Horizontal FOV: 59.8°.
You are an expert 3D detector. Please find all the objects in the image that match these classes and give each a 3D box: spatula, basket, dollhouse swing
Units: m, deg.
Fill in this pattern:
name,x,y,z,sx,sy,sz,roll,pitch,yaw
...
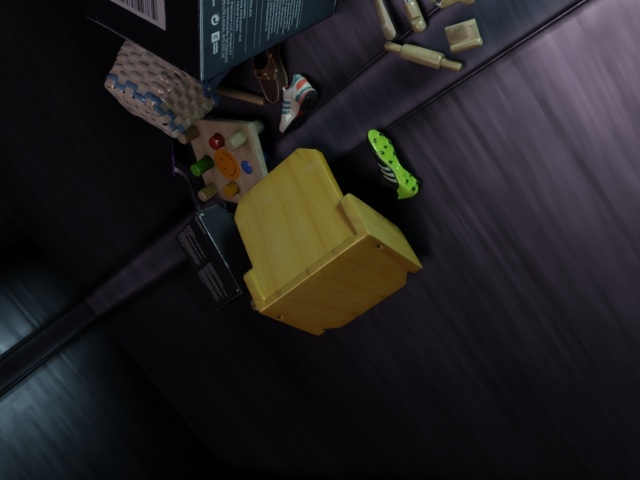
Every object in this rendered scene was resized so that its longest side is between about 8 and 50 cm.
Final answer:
name,x,y,z,sx,sy,sz,roll,pitch,yaw
spatula,-0.408,-0.187,1.667,0.296,0.030,0.084,54,149,34
basket,-0.351,-0.415,1.336,0.254,0.289,0.201,31,173,21
dollhouse swing,0.000,0.000,1.412,0.346,0.305,0.315,-38,136,23

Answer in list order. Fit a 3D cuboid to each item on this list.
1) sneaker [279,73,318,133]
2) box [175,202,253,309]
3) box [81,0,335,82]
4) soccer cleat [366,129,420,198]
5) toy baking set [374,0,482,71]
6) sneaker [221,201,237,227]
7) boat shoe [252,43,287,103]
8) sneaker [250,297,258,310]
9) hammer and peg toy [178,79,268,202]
name,x,y,z,sx,sy,sz,roll,pitch,yaw
sneaker,-0.065,-0.326,1.326,0.075,0.057,0.161,57,144,13
box,-0.297,0.050,1.638,0.184,0.103,0.261,-34,85,52
box,-0.184,-0.501,1.000,0.293,0.395,0.212,33,140,18
soccer cleat,0.150,-0.166,1.253,0.179,0.060,0.072,52,143,-11
toy baking set,0.185,-0.424,1.028,0.256,0.030,0.197,23,133,27
sneaker,-0.266,-0.045,1.713,0.192,0.086,0.064,40,170,17
boat shoe,-0.127,-0.409,1.288,0.073,0.073,0.207,16,134,29
sneaker,-0.138,0.054,1.662,0.182,0.158,0.410,48,136,15
hammer and peg toy,-0.254,-0.255,1.489,0.265,0.127,0.361,14,131,34
